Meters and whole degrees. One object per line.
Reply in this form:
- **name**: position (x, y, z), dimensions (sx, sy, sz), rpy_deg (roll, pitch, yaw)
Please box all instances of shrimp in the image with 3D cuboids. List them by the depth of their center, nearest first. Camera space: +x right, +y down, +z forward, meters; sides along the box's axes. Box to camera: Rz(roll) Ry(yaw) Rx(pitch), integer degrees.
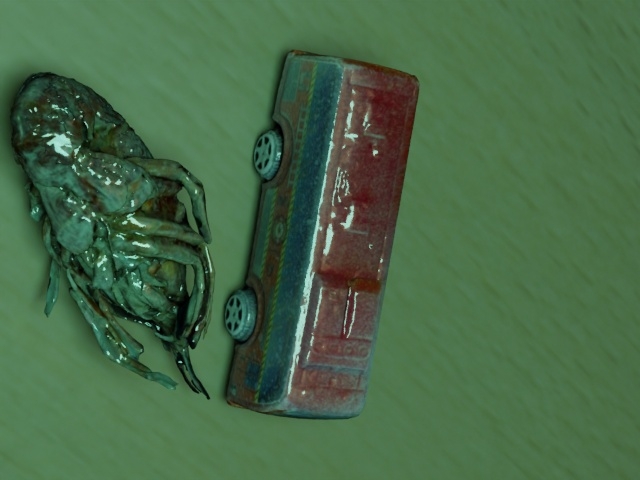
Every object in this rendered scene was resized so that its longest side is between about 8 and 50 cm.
- **shrimp**: position (-0.093, 0.005, 0.644), dimensions (0.073, 0.074, 0.190), rpy_deg (-59, 139, -48)

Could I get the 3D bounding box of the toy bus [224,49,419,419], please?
- **toy bus**: position (0.000, 0.000, 0.693), dimensions (0.065, 0.077, 0.192), rpy_deg (8, 92, -29)
